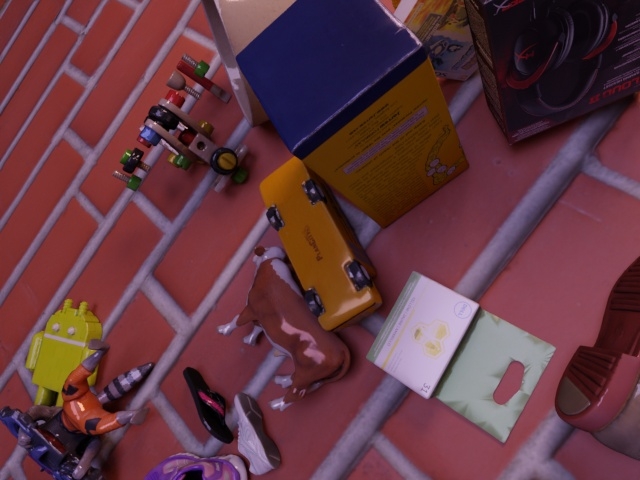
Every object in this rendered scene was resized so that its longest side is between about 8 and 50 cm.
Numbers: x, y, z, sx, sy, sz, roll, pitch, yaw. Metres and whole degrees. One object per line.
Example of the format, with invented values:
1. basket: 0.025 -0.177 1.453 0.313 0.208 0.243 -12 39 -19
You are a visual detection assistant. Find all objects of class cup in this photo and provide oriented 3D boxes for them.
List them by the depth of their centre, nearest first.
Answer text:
1. cup: -0.089 -0.429 0.886 0.237 0.331 0.331 -22 65 -8

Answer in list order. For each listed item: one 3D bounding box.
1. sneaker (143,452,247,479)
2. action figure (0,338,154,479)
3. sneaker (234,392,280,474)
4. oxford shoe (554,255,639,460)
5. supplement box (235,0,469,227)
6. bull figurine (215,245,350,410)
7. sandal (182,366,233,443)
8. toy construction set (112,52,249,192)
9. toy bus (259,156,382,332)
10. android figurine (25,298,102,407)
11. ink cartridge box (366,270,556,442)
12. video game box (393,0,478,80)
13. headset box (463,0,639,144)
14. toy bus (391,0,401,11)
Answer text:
1. sneaker: -0.259 0.458 0.823 0.237 0.104 0.095 -17 71 23
2. action figure: -0.492 0.422 0.955 0.330 0.178 0.341 -42 89 18
3. sneaker: -0.134 0.361 0.815 0.061 0.054 0.152 -38 64 16
4. oxford shoe: 0.456 0.119 0.568 0.130 0.123 0.348 35 92 3
5. supplement box: 0.074 -0.190 0.683 0.195 0.356 0.194 -36 64 14
6. bull figurine: -0.078 0.153 0.818 0.188 0.101 0.310 -49 59 12
7. sandal: -0.218 0.317 0.866 0.040 0.067 0.179 -39 59 0
8. toy construction set: -0.271 -0.243 0.999 0.257 0.237 0.308 -21 45 52
9. toy bus: 0.000 0.000 0.800 0.108 0.130 0.332 -34 64 14
10. android figurine: -0.637 0.285 1.091 0.248 0.056 0.272 5 81 28
11. ink cartridge box: 0.214 0.177 0.690 0.235 0.056 0.171 29 90 32
12. video game box: 0.209 -0.343 0.706 0.187 0.205 0.048 -1 77 -15
13. headset box: 0.342 -0.286 0.617 0.218 0.293 0.110 -22 52 17
14. toy bus: 0.267 -0.499 0.803 0.220 0.149 0.211 21 73 32
